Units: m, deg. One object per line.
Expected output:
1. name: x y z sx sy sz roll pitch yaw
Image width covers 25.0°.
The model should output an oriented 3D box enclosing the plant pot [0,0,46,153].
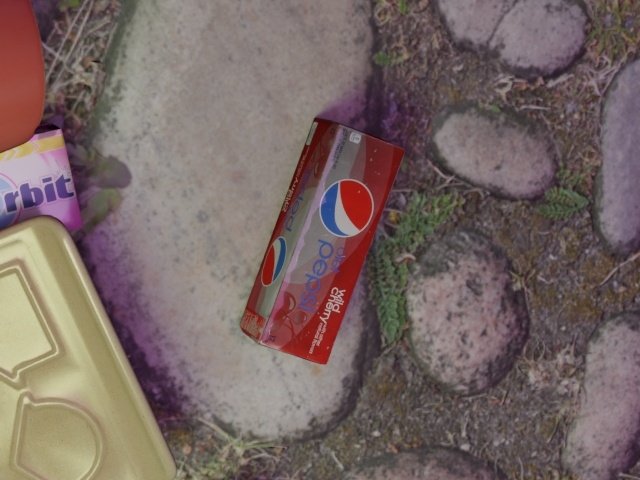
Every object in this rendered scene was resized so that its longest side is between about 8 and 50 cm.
1. plant pot: -0.407 -0.162 1.349 0.243 0.275 0.275 -14 105 -31

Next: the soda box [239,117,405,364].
1. soda box: 0.000 0.000 1.634 0.092 0.083 0.263 20 93 -24

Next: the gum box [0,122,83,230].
1. gum box: -0.352 -0.046 1.489 0.188 0.062 0.107 -16 106 -19

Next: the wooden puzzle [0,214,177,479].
1. wooden puzzle: -0.363 0.168 1.497 0.348 0.080 0.322 -22 108 1
